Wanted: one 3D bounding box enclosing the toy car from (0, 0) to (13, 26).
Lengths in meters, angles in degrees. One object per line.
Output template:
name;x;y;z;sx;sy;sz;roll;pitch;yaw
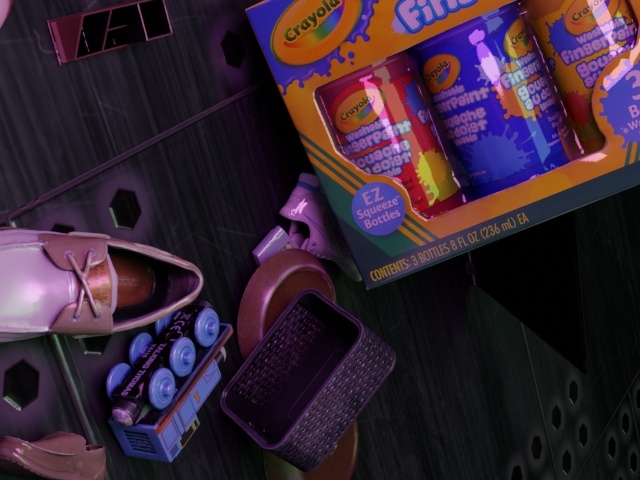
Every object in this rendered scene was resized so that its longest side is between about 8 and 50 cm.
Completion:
toy car;-0.331;-0.283;0.924;0.238;0.219;0.210;-96;160;-54

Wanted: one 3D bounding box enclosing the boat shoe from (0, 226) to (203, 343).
boat shoe;-0.238;0.038;1.063;0.302;0.103;0.113;-7;92;-55

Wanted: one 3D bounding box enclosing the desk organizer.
desk organizer;-0.217;-0.222;1.165;0.130;0.050;0.047;-32;113;-52

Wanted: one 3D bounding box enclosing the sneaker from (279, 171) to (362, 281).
sneaker;0.000;0.000;1.462;0.083;0.071;0.191;-50;131;-19

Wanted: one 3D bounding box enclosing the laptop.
laptop;0.330;-0.083;1.717;0.382;0.236;0.408;73;33;-43

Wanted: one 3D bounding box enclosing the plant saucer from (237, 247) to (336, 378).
plant saucer;-0.033;0.094;1.388;0.168;0.029;0.168;-13;108;-46

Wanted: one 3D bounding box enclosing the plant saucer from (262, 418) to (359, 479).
plant saucer;-0.002;0.261;1.447;0.198;0.036;0.199;9;79;-54

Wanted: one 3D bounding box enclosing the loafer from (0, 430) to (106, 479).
loafer;-0.258;0.206;1.067;0.148;0.056;0.050;42;52;-58

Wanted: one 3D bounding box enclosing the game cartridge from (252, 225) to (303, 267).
game cartridge;-0.048;0.026;1.399;0.056;0.017;0.083;-47;130;-8

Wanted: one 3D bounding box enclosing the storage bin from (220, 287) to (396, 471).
storage bin;-0.014;0.163;1.310;0.180;0.122;0.084;-52;135;-5

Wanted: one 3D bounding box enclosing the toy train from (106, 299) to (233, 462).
toy train;-0.159;0.147;1.197;0.184;0.080;0.105;-56;140;-45

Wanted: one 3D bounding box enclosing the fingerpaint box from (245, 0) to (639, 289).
fingerpaint box;0.191;-0.198;1.336;0.163;0.445;0.371;-52;119;-75
